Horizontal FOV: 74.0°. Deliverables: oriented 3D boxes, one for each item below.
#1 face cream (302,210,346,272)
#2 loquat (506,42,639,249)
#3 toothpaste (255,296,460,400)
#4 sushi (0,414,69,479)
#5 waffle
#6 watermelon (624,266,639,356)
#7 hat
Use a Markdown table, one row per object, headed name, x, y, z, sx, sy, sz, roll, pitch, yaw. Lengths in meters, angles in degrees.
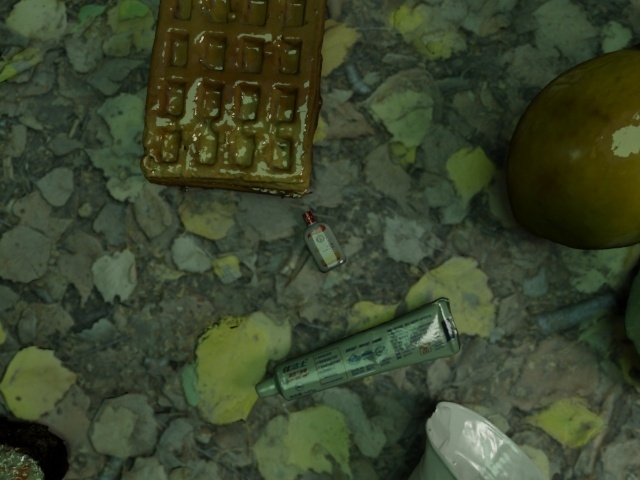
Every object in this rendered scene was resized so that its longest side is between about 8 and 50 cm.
| name | x | y | z | sx | sy | sz | roll | pitch | yaw |
| --- | --- | --- | --- | --- | --- | --- | --- | --- | --- |
| face cream | 0.000 | 0.000 | 0.566 | 0.040 | 0.021 | 0.083 | -28 | 85 | -1 |
| loquat | 0.315 | -0.111 | 0.459 | 0.213 | 0.213 | 0.246 | 9 | 125 | 2 |
| toothpaste | 0.047 | 0.148 | 0.541 | 0.268 | 0.047 | 0.069 | -18 | 66 | -2 |
| sushi | -0.400 | 0.277 | 0.528 | 0.150 | 0.078 | 0.090 | 19 | 87 | 2 |
| waffle | -0.104 | -0.223 | 0.550 | 0.224 | 0.098 | 0.327 | 6 | 85 | 4 |
| watermelon | 0.482 | 0.040 | 0.448 | 0.283 | 0.292 | 0.250 | -29 | 56 | 0 |
| hat | 0.169 | 0.298 | 0.475 | 0.203 | 0.203 | 0.126 | 34 | 104 | 4 |
